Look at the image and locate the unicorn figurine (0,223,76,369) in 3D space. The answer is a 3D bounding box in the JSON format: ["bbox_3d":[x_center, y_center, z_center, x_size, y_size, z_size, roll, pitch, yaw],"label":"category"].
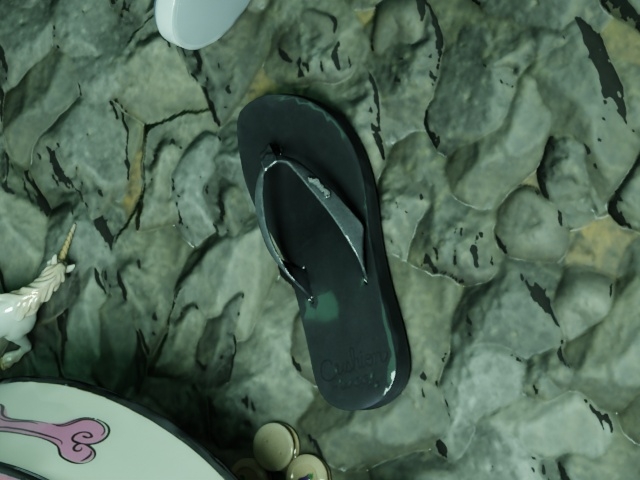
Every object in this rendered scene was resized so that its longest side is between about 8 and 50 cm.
[{"bbox_3d":[-0.268,0.062,1.521,0.060,0.162,0.111,56,141,18],"label":"unicorn figurine"}]

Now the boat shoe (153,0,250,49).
[{"bbox_3d":[-0.079,-0.274,1.440,0.084,0.095,0.258,20,86,36],"label":"boat shoe"}]

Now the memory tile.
[{"bbox_3d":[-0.020,0.219,1.396,0.148,0.012,0.113,47,110,27],"label":"memory tile"}]

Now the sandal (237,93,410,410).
[{"bbox_3d":[0.001,0.000,1.377,0.097,0.054,0.254,-30,71,27],"label":"sandal"}]

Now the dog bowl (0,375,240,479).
[{"bbox_3d":[-0.204,0.313,1.345,0.408,0.150,0.408,10,112,25],"label":"dog bowl"}]
